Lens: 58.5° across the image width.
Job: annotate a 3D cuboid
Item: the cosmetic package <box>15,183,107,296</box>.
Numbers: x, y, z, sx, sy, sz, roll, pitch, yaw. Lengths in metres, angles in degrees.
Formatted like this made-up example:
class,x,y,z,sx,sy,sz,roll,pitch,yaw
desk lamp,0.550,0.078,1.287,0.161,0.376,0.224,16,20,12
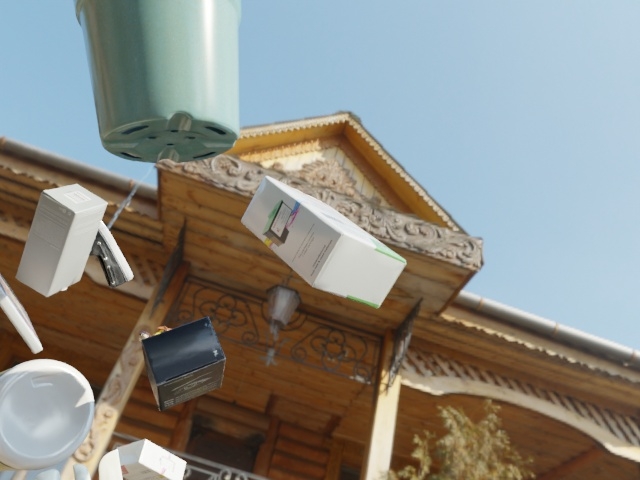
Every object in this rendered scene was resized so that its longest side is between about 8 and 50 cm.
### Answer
class,x,y,z,sx,sy,sz,roll,pitch,yaw
cosmetic package,-0.607,-0.001,1.343,0.107,0.127,0.238,32,-72,4

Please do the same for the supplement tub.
class,x,y,z,sx,sy,sz,roll,pitch,yaw
supplement tub,-0.705,0.416,1.345,0.324,0.235,0.235,-22,-55,42

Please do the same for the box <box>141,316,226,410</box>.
class,x,y,z,sx,sy,sz,roll,pitch,yaw
box,-0.302,0.275,1.264,0.153,0.108,0.207,-17,-26,-23

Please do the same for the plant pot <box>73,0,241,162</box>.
class,x,y,z,sx,sy,sz,roll,pitch,yaw
plant pot,-0.294,-0.341,1.090,0.341,0.334,0.341,-8,-8,-1

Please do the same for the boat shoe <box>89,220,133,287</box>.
class,x,y,z,sx,sy,sz,roll,pitch,yaw
boat shoe,-0.571,0.022,1.472,0.080,0.076,0.229,11,-50,50

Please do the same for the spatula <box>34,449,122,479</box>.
class,x,y,z,sx,sy,sz,roll,pitch,yaw
spatula,-0.472,0.564,1.143,0.168,0.242,0.019,-5,-5,-43

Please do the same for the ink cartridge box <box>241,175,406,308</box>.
class,x,y,z,sx,sy,sz,roll,pitch,yaw
ink cartridge box,0.000,0.000,1.141,0.201,0.278,0.117,23,-79,-44

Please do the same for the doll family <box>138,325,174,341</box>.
class,x,y,z,sx,sy,sz,roll,pitch,yaw
doll family,-0.463,0.358,1.764,0.118,0.163,0.263,-26,-50,-18

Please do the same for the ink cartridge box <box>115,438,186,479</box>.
class,x,y,z,sx,sy,sz,roll,pitch,yaw
ink cartridge box,-0.450,0.618,1.549,0.115,0.067,0.198,-22,-51,25

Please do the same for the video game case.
class,x,y,z,sx,sy,sz,roll,pitch,yaw
video game case,-0.677,0.127,1.239,0.183,0.023,0.201,35,-34,45
